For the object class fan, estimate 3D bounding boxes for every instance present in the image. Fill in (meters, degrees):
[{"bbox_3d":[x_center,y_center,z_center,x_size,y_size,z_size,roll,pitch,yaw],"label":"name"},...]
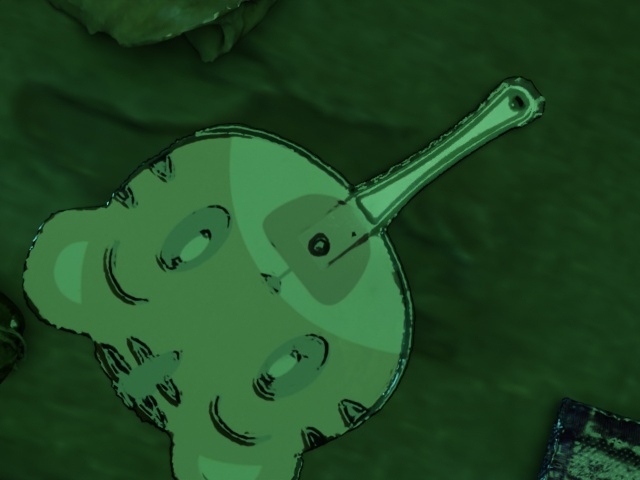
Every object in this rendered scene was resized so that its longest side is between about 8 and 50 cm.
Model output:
[{"bbox_3d":[0.000,0.000,0.577,0.227,0.008,0.152,-37,91,-6],"label":"fan"}]

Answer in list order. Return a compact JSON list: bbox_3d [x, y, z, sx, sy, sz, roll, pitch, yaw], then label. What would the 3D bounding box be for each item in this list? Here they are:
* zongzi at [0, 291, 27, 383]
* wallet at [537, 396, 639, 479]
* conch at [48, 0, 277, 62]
[{"bbox_3d":[-0.164,0.000,0.544,0.104,0.052,0.113,8,73,-13],"label":"zongzi"},{"bbox_3d":[0.128,0.160,0.572,0.111,0.030,0.166,17,86,-6],"label":"wallet"},{"bbox_3d":[-0.063,-0.241,0.507,0.263,0.186,0.324,8,85,12],"label":"conch"}]
